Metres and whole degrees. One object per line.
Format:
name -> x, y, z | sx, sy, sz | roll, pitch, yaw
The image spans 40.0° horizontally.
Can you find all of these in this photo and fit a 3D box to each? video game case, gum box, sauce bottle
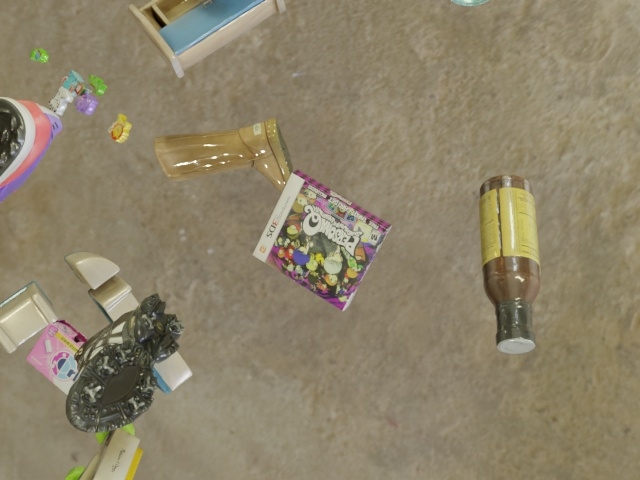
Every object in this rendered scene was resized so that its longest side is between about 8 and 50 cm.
video game case -> 0.000, 0.000, 1.813 | 0.232, 0.042, 0.210 | 32, 114, 9
gum box -> -0.545, 0.275, 1.952 | 0.188, 0.062, 0.107 | 37, 99, 13
sauce bottle -> 0.356, 0.043, 1.656 | 0.111, 0.344, 0.111 | 4, 150, 2

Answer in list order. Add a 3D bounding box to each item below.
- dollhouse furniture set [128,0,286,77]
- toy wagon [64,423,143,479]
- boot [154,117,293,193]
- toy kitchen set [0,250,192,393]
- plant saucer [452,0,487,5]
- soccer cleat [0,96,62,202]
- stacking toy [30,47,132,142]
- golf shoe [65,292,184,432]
dollhouse furniture set -> -0.216, -0.444, 1.246 | 0.286, 0.198, 0.303 | 50, 169, 26
toy wagon -> -0.362, 0.418, 1.250 | 0.068, 0.267, 0.344 | 30, 114, -10
boot -> -0.205, -0.171, 1.967 | 0.269, 0.089, 0.236 | -10, 138, 7
toy kitchen set -> -0.298, 0.129, 1.105 | 0.207, 0.166, 0.122 | 59, 160, -20
plant saucer -> 0.282, -0.490, 1.622 | 0.119, 0.021, 0.119 | -2, 139, -2
soccer cleat -> -0.462, -0.059, 1.157 | 0.318, 0.116, 0.109 | -45, 82, 17
stacking toy -> -0.497, -0.300, 1.805 | 0.052, 0.167, 0.221 | -49, 51, 14
golf shoe -> -0.209, 0.134, 0.878 | 0.094, 0.198, 0.077 | -26, 104, 24
